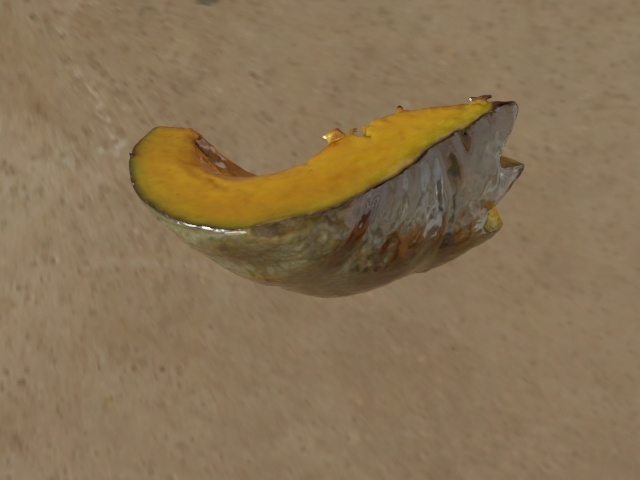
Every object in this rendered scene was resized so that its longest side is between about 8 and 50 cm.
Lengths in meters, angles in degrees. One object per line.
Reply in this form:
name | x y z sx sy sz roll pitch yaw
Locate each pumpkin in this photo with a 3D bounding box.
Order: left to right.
pumpkin | 0.000 0.000 1.119 0.254 0.149 0.130 -2 125 20
